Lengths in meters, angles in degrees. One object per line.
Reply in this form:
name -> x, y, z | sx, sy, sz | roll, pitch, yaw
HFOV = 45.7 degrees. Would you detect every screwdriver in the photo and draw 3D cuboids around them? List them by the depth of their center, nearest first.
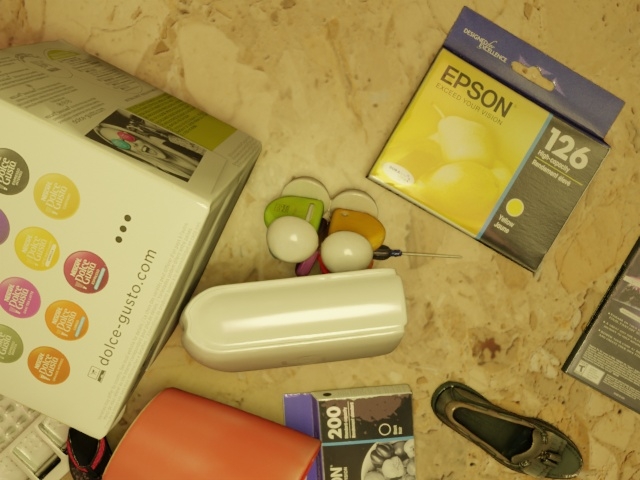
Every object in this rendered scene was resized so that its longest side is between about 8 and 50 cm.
screwdriver -> 0.142, 0.019, 1.196 | 0.170, 0.024, 0.025 | 0, 124, -4

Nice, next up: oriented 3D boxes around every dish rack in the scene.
dish rack -> -0.490, 0.220, 1.164 | 0.285, 0.072, 0.333 | -44, 96, 3

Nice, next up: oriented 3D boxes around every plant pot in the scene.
plant pot -> -0.168, 0.356, 1.103 | 0.243, 0.275, 0.274 | 28, 94, 8

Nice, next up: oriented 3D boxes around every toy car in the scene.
toy car -> 0.000, 0.000, 1.138 | 0.182, 0.159, 0.136 | 15, 129, 0

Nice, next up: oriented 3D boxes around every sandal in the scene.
sandal -> -0.345, 0.295, 1.119 | 0.067, 0.040, 0.179 | -6, 95, -1

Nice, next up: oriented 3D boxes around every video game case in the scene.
video game case -> 0.541, 0.139, 1.221 | 0.196, 0.026, 0.274 | 29, 93, -5

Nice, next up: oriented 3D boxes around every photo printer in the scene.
photo printer -> -0.042, 0.121, 1.084 | 0.308, 0.256, 0.107 | -6, 75, -2

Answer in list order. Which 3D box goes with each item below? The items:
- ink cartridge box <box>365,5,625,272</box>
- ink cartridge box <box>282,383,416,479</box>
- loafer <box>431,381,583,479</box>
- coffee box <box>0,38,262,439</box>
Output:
ink cartridge box -> 0.276, -0.155, 1.163 | 0.304, 0.072, 0.307 | 29, 95, -4
ink cartridge box -> 0.047, 0.341, 1.210 | 0.209, 0.045, 0.206 | -4, 96, -1
loafer -> 0.299, 0.315, 1.197 | 0.268, 0.084, 0.096 | 27, 94, -4
coffee box -> -0.314, -0.025, 0.977 | 0.335, 0.338, 0.337 | 27, 110, -4
